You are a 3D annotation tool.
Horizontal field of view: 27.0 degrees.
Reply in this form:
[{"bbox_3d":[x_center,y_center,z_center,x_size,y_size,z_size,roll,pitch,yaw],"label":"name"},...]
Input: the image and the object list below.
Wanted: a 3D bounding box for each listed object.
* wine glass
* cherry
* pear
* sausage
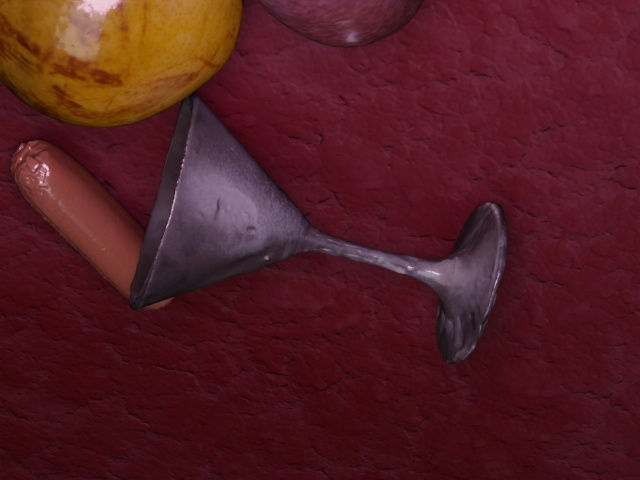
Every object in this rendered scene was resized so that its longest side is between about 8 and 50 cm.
[{"bbox_3d":[0.000,0.000,1.583,0.406,0.267,0.267,14,131,-9],"label":"wine glass"},{"bbox_3d":[0.022,-0.319,1.303,0.221,0.261,0.307,17,154,22],"label":"cherry"},{"bbox_3d":[-0.217,-0.252,1.382,0.280,0.281,0.281,4,131,5],"label":"pear"},{"bbox_3d":[-0.286,-0.017,1.710,0.086,0.086,0.289,-24,122,26],"label":"sausage"}]
